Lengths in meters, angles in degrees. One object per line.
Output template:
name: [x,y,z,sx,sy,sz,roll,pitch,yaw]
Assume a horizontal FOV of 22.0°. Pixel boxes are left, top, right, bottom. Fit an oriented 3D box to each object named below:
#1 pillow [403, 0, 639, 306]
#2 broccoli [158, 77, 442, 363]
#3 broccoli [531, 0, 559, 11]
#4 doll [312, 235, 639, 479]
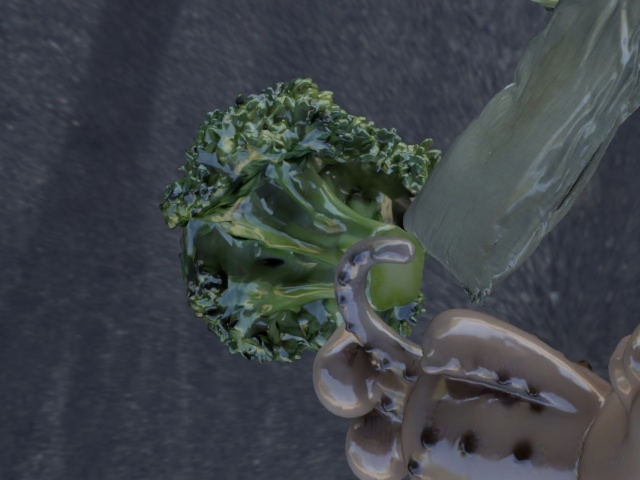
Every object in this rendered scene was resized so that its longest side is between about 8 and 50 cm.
pillow: [0.133,-0.075,0.909,0.050,0.148,0.229,35,94,-18]
broccoli: [-0.005,-0.014,1.500,0.260,0.288,0.235,-21,55,42]
broccoli: [0.183,-0.187,1.010,0.304,0.165,0.145,1,52,13]
doll: [0.119,0.080,0.699,0.278,0.154,0.119,13,44,35]
